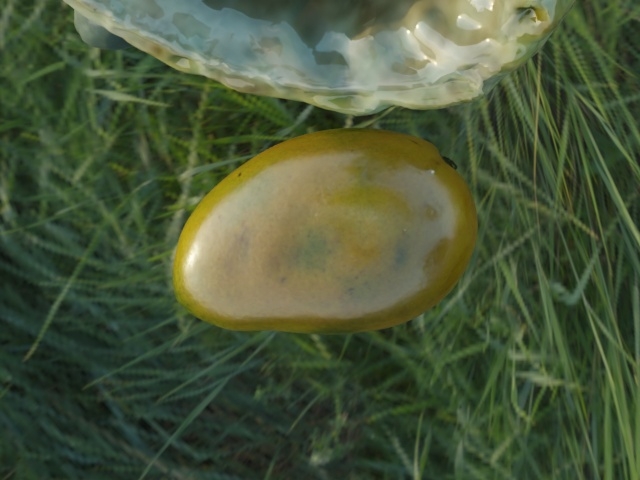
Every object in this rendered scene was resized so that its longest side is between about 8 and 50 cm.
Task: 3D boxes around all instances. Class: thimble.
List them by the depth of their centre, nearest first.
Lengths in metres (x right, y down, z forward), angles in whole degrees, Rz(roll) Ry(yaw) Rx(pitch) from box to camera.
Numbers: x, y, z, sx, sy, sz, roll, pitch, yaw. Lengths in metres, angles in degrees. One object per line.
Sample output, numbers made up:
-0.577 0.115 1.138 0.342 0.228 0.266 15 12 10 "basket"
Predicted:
-0.012 -0.132 0.405 0.190 0.137 0.143 16 58 -10 "thimble"

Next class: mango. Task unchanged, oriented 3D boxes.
0.002 -0.005 0.749 0.163 0.089 0.111 1 94 0 "mango"

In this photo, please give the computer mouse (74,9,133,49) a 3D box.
-0.055 -0.291 1.145 0.371 0.188 0.122 -30 91 6 "computer mouse"
